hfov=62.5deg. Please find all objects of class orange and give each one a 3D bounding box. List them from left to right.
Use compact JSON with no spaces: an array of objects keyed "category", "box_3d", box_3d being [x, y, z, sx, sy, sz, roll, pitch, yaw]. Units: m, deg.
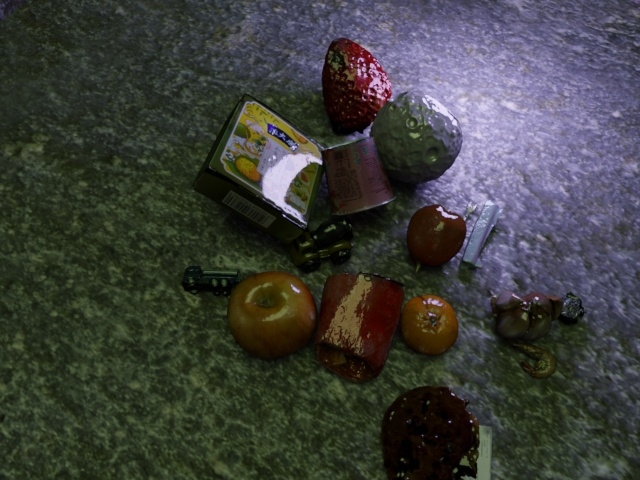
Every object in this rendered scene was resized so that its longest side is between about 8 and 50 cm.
[{"category":"orange","box_3d":[0.342,0.263,1.661,0.193,0.161,0.193,2,59,-4]}]

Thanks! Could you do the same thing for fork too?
[{"category":"fork","box_3d":[0.518,-0.073,1.918,0.034,0.028,0.219,32,66,12]}]

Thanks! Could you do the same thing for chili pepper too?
[{"category":"chili pepper","box_3d":[0.111,0.255,1.623,0.251,0.229,0.305,31,59,-26]}]

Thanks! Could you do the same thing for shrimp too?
[{"category":"shrimp","box_3d":[0.669,0.378,1.679,0.162,0.045,0.095,24,85,6]}]

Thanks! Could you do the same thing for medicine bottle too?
[{"category":"medicine bottle","box_3d":[0.410,0.628,1.526,0.171,0.052,0.201,9,61,4]}]

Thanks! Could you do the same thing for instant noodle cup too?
[{"category":"instant noodle cup","box_3d":[0.119,-0.225,1.827,0.243,0.243,0.231,-18,101,-10]}]

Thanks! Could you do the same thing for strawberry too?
[{"category":"strawberry","box_3d":[0.140,-0.595,2.040,0.292,0.310,0.292,1,57,-2]}]

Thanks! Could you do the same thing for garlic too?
[{"category":"garlic","box_3d":[0.664,0.243,1.684,0.214,0.191,0.160,10,86,-8]}]

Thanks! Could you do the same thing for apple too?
[{"category":"apple","box_3d":[-0.151,0.223,1.634,0.286,0.233,0.286,0,62,1]}]

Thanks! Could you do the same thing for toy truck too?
[{"category":"toy truck","box_3d":[-0.357,0.130,1.771,0.201,0.074,0.088,2,57,0]},{"category":"toy truck","box_3d":[0.000,0.000,1.794,0.224,0.165,0.147,-18,63,-9]}]

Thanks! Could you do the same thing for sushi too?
[{"category":"sushi","box_3d":[0.825,0.231,1.743,0.083,0.056,0.084,-40,68,-20]}]

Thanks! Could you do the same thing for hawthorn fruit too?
[{"category":"hawthorn fruit","box_3d":[0.381,0.006,1.798,0.199,0.199,0.251,25,79,12]}]

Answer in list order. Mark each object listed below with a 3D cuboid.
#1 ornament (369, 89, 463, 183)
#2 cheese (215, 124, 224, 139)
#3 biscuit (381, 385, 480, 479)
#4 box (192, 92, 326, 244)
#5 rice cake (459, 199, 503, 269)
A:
[{"category":"ornament","box_3d":[0.336,-0.360,1.904,0.337,0.337,0.337,0,62,-1]},{"category":"cheese","box_3d":[-0.295,-0.365,1.994,0.198,0.154,0.189,-6,68,-6]},{"category":"biscuit","box_3d":[0.312,0.575,1.493,0.289,0.081,0.334,-14,48,26]},{"category":"box","box_3d":[-0.183,-0.245,1.787,0.373,0.138,0.420,32,46,-19]},{"category":"rice cake","box_3d":[0.574,-0.018,1.877,0.081,0.051,0.290,19,64,19]}]
